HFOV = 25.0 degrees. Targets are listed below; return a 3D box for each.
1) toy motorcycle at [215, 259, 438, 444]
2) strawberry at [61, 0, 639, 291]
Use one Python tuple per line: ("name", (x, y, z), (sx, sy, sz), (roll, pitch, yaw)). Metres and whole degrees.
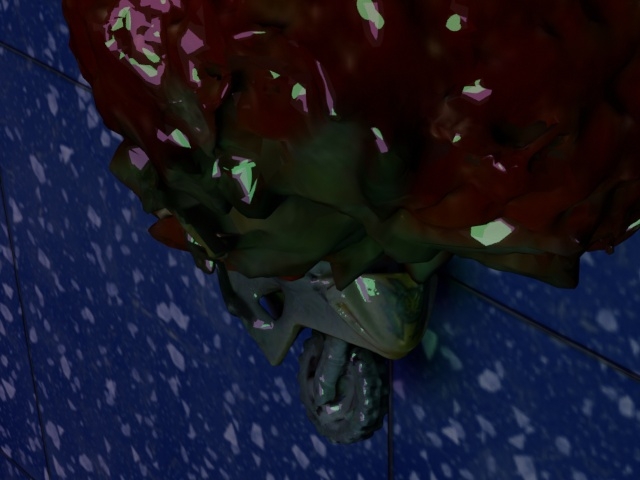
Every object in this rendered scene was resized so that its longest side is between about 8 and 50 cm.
("toy motorcycle", (0.000, 0.000, 0.851), (0.130, 0.094, 0.229), (-51, 55, 49))
("strawberry", (0.017, -0.155, 0.595), (0.312, 0.267, 0.351), (-3, 83, 58))
